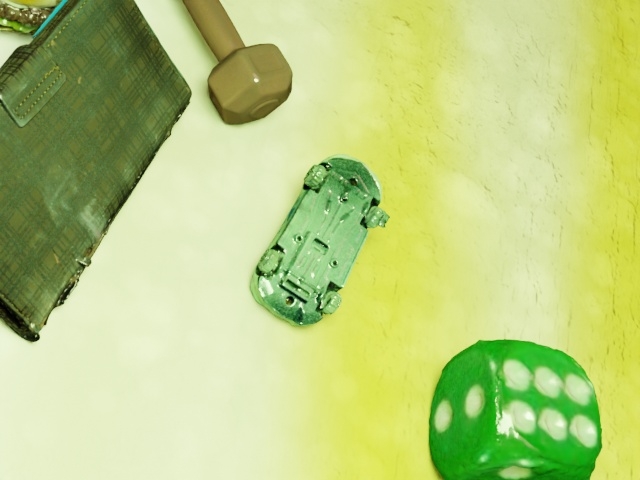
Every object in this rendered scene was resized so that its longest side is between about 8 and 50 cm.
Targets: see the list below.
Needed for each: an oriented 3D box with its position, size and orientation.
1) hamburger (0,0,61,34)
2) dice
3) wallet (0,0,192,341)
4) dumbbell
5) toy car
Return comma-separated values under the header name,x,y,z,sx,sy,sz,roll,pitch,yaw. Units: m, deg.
name,x,y,z,sx,sy,sz,roll,pitch,yaw
hamburger,-0.271,-0.271,0.981,0.189,0.093,0.164,-15,72,-38
dice,0.185,0.173,0.983,0.128,0.120,0.131,19,54,-20
wallet,-0.223,-0.085,0.897,0.169,0.044,0.317,56,44,-35
dumbbell,-0.113,-0.228,1.060,0.092,0.082,0.231,-23,77,-37
toy car,0.000,0.000,1.012,0.093,0.058,0.186,33,63,-11
